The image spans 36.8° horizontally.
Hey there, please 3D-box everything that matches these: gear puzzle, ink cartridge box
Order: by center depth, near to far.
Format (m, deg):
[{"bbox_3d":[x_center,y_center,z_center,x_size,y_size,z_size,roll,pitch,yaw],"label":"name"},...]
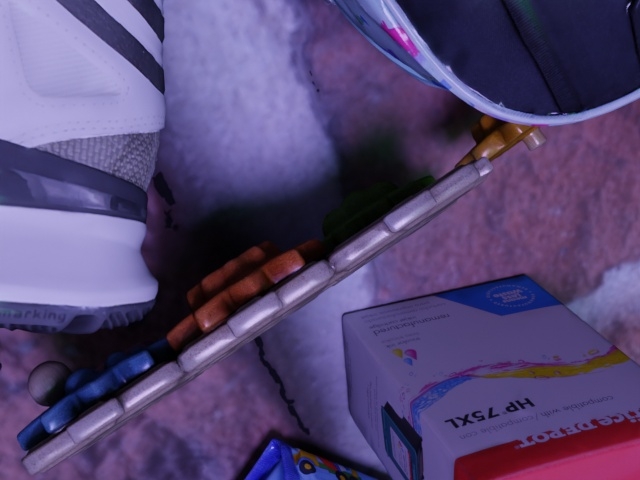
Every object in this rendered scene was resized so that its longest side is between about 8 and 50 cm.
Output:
[{"bbox_3d":[0.000,0.000,0.490,0.339,0.175,0.044,-33,86,-5],"label":"gear puzzle"},{"bbox_3d":[0.114,0.109,0.529,0.134,0.231,0.078,-11,115,-16],"label":"ink cartridge box"}]

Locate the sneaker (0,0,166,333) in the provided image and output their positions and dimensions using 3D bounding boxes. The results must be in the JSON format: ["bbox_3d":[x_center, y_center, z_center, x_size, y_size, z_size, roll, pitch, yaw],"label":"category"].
[{"bbox_3d":[-0.266,-0.110,0.338,0.448,0.169,0.257,7,85,-29],"label":"sneaker"}]

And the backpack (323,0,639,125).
[{"bbox_3d":[0.079,-0.183,0.411,0.225,0.191,0.253,-41,104,3],"label":"backpack"}]

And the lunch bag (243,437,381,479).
[{"bbox_3d":[-0.013,0.306,0.636,0.221,0.138,0.293,29,109,-30],"label":"lunch bag"}]
